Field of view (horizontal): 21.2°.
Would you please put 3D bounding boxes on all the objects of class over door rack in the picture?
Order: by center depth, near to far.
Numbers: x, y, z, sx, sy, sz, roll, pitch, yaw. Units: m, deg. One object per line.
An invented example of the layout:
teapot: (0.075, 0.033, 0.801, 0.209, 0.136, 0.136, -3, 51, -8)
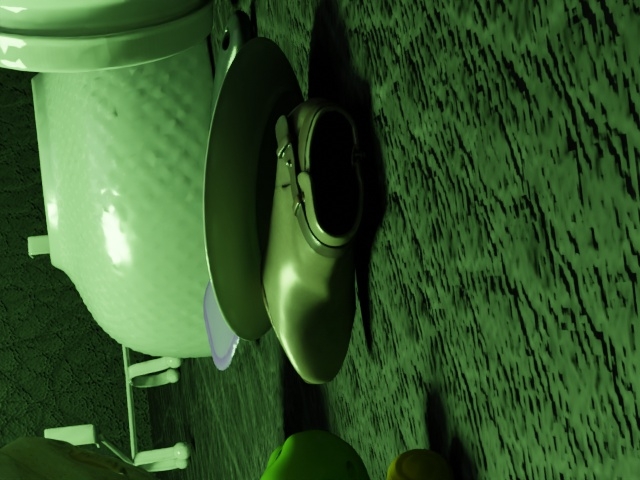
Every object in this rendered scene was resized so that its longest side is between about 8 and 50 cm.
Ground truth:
over door rack: (-0.224, 0.138, 1.980, 0.324, 0.108, 0.240, 42, -142, -71)

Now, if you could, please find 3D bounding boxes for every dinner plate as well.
dinner plate: (-0.023, -0.023, 0.792, 0.141, 0.017, 0.141, 4, -90, -74)

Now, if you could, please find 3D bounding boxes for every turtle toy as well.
turtle toy: (0.015, 0.120, 0.607, 0.130, 0.066, 0.095, -106, 13, -48)

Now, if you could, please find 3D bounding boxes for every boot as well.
boot: (0.000, 0.000, 0.716, 0.087, 0.042, 0.118, 149, 113, -77)

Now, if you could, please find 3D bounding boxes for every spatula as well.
spatula: (-0.059, -0.029, 1.120, 0.296, 0.030, 0.084, 94, 166, -46)

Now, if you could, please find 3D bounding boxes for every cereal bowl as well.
cereal bowl: (-0.165, -0.064, 1.439, 0.339, 0.141, 0.339, 173, 90, -81)

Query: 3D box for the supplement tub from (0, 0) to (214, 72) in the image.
supplement tub: (-0.158, -0.260, 1.071, 0.191, 0.191, 0.272, -114, 20, -64)

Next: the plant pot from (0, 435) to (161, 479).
plant pot: (-0.166, 0.300, 1.009, 0.305, 0.333, 0.334, -60, 15, 6)
